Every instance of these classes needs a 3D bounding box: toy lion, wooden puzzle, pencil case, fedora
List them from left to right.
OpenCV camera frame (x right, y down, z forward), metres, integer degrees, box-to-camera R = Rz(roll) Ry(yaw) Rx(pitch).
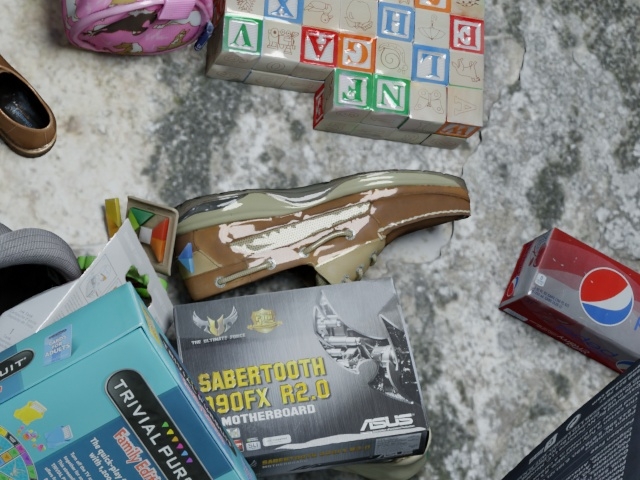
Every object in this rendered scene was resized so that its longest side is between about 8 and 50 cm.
[{"bbox_3d":[-0.361,0.069,1.494,0.275,0.244,0.124,-32,58,-28],"label":"fedora"},{"bbox_3d":[-0.201,0.039,1.597,0.100,0.096,0.034,14,72,-14],"label":"toy lion"},{"bbox_3d":[-0.201,-0.390,1.673,0.167,0.160,0.386,-6,75,-3],"label":"pencil case"},{"bbox_3d":[-0.178,-0.005,1.618,0.014,0.116,0.079,-14,108,-55],"label":"wooden puzzle"}]

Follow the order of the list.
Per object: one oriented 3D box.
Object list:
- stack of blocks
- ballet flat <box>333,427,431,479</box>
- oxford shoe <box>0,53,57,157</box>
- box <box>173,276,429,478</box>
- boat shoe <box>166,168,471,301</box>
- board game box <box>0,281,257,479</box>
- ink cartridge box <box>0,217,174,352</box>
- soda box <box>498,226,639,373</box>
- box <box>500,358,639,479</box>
[{"bbox_3d":[0.028,-0.211,1.741,0.297,0.087,0.171,8,74,-16],"label":"stack of blocks"},{"bbox_3d":[-0.001,0.195,1.628,0.248,0.086,0.086,10,73,-15],"label":"ballet flat"},{"bbox_3d":[-0.350,-0.176,1.620,0.212,0.076,0.076,39,70,-3],"label":"oxford shoe"},{"bbox_3d":[-0.022,0.139,1.579,0.231,0.056,0.183,-7,57,-7],"label":"box"},{"bbox_3d":[0.000,0.000,1.670,0.324,0.122,0.120,-8,84,-11],"label":"boat shoe"},{"bbox_3d":[-0.252,0.225,1.414,0.336,0.079,0.254,-29,122,0],"label":"board game box"},{"bbox_3d":[-0.242,0.104,1.526,0.056,0.181,0.225,21,63,26],"label":"ink cartridge box"},{"bbox_3d":[0.338,0.090,1.763,0.263,0.083,0.092,29,70,-9],"label":"soda box"},{"bbox_3d":[0.382,0.419,1.460,0.480,0.297,0.472,42,25,-3],"label":"box"}]
